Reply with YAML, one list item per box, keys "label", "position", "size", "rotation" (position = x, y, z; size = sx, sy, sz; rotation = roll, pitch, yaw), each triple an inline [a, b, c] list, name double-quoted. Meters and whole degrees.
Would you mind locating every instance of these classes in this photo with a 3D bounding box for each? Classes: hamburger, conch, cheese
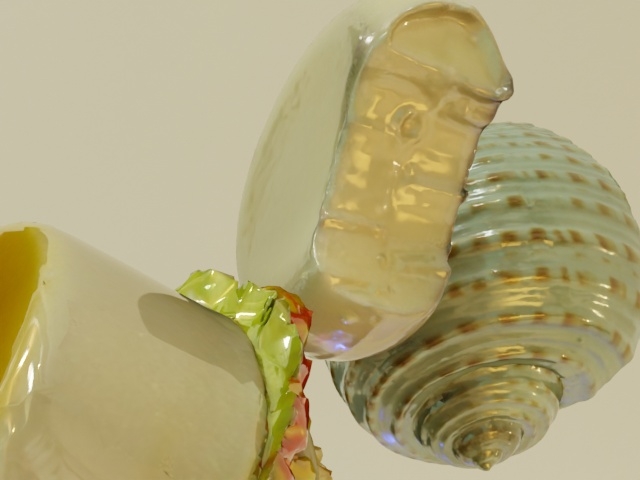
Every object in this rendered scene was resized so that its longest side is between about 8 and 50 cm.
- label: "hamburger"
  position: [-0.124, 0.132, 0.708]
  size: [0.294, 0.276, 0.179]
  rotation: [-34, -62, 21]
- label: "conch"
  position: [0.071, 0.023, 0.980]
  size: [0.172, 0.131, 0.200]
  rotation: [-31, -107, 33]
- label: "cheese"
  position: [-0.001, -0.016, 0.867]
  size: [0.249, 0.070, 0.163]
  rotation: [-28, -129, 62]
